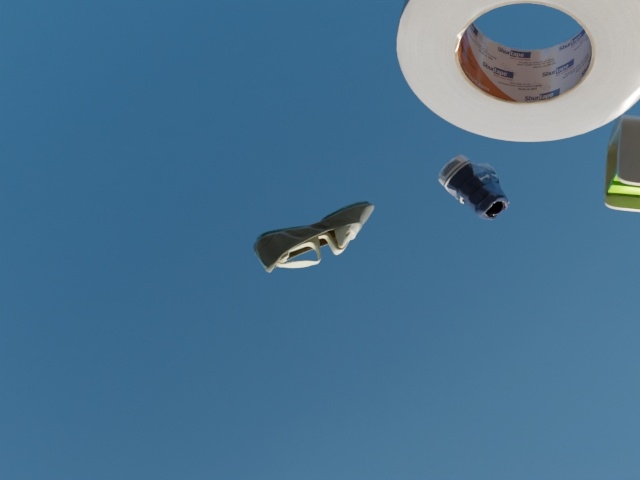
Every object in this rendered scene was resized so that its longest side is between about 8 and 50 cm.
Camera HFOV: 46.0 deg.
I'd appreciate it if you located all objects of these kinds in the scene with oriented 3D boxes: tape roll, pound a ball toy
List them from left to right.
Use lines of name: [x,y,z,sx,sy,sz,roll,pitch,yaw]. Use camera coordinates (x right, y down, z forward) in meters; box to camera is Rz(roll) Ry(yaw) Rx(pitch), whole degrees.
tape roll: [0.179,-0.184,0.653,0.219,0.219,0.072,14,-122,3]
pound a ball toy: [0.569,-0.121,1.019,0.318,0.208,0.136,6,-104,14]

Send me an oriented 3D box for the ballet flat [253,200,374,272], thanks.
ballet flat: [0.000,0.000,1.164,0.213,0.072,0.068,-18,-111,-24]

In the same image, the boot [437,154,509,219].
boot: [0.230,-0.063,1.066,0.069,0.190,0.086,-47,-111,19]
